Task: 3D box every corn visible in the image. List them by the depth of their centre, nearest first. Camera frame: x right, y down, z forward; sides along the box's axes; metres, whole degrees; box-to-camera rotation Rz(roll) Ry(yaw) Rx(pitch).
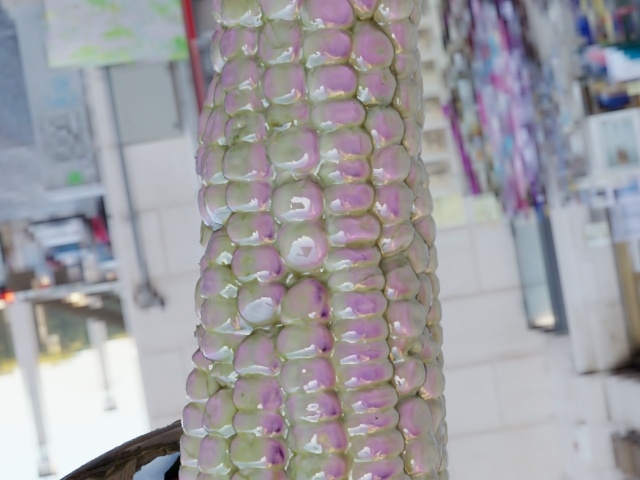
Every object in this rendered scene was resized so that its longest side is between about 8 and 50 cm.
[{"bbox_3d":[-0.003,0.000,0.775,0.127,0.335,0.126,0,178,0],"label":"corn"}]

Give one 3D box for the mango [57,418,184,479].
[{"bbox_3d":[-0.089,0.179,1.061,0.249,0.151,0.156,-33,-161,27],"label":"mango"}]
